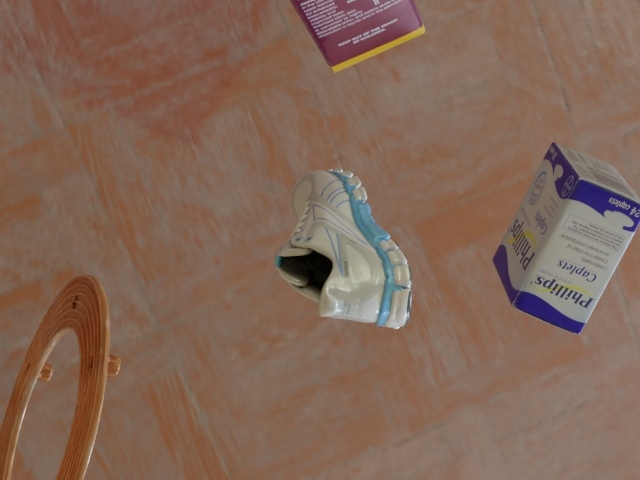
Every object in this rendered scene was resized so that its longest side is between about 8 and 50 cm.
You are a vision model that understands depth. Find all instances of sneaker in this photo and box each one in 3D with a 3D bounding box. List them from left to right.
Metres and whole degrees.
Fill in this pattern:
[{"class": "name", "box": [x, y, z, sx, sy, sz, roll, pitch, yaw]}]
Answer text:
[{"class": "sneaker", "box": [0.000, 0.000, 1.029, 0.083, 0.191, 0.071, -2, 118, -20]}]

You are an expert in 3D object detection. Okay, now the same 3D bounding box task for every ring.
[{"class": "ring", "box": [-0.277, 0.199, 1.406, 0.032, 0.336, 0.337, 17, 107, -23]}]

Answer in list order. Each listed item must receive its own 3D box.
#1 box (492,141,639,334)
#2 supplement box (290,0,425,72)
[{"class": "box", "box": [0.228, -0.005, 1.268, 0.072, 0.126, 0.137, 22, 107, -9]}, {"class": "supplement box", "box": [0.004, -0.217, 0.972, 0.080, 0.104, 0.188, -23, 154, 8]}]
